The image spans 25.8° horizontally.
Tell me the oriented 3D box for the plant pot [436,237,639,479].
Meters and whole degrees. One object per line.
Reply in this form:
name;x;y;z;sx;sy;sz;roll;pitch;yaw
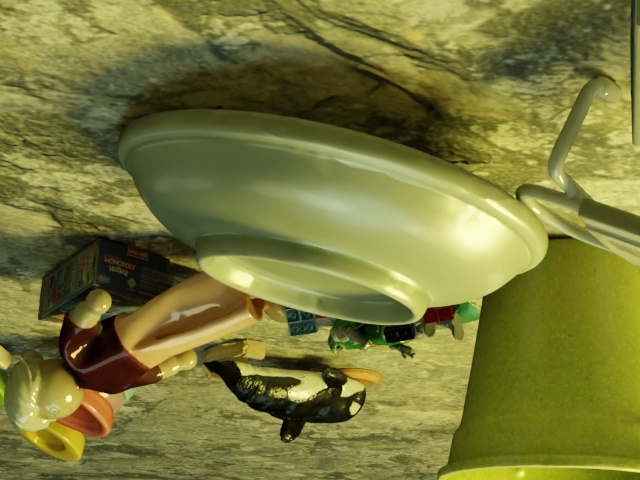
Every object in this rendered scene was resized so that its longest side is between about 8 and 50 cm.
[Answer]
plant pot;0.269;0.142;1.516;0.276;0.254;0.276;3;163;1

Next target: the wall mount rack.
wall mount rack;0.347;-0.012;1.132;0.350;0.130;0.304;23;175;41

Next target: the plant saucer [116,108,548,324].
plant saucer;0.000;0.000;1.269;0.400;0.100;0.400;14;166;3

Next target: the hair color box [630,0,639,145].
hair color box;0.268;-0.173;0.780;0.185;0.113;0.374;-1;162;12

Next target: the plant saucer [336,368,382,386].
plant saucer;0.054;0.213;2.159;0.083;0.013;0.083;4;161;1

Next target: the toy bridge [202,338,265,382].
toy bridge;-0.139;0.175;2.059;0.063;0.026;0.188;10;160;-19

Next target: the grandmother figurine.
grandmother figurine;-0.212;0.117;1.577;0.342;0.104;0.208;-28;134;11

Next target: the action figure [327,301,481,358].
action figure;0.084;0.117;1.795;0.137;0.063;0.232;12;164;-34

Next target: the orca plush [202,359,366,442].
orca plush;-0.042;0.243;2.053;0.151;0.102;0.287;-12;159;30

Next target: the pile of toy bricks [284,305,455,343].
pile of toy bricks;0.054;0.046;1.539;0.212;0.118;0.105;-10;-168;12

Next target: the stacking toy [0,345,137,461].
stacking toy;-0.423;0.191;2.118;0.279;0.130;0.309;36;150;-12

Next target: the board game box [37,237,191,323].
board game box;-0.245;0.065;1.691;0.194;0.060;0.194;19;157;-40
